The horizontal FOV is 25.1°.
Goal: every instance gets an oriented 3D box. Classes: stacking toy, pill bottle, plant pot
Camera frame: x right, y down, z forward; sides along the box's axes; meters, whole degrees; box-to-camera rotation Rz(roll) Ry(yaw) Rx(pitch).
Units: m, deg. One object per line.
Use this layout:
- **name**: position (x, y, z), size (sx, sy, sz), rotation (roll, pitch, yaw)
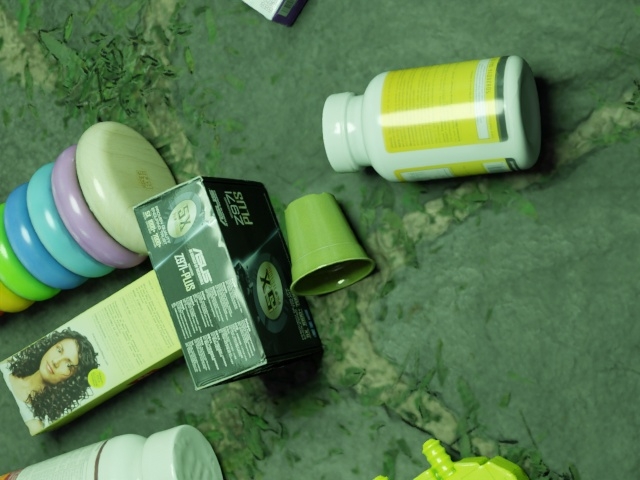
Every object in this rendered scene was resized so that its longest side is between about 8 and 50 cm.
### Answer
- **stacking toy**: position (-0.303, 0.014, 1.436), size (0.330, 0.141, 0.141), rotation (-28, 81, 22)
- **pill bottle**: position (0.100, -0.106, 1.297), size (0.184, 0.103, 0.103), rotation (-5, 88, 20)
- **pill bottle**: position (-0.213, 0.259, 1.403), size (0.221, 0.121, 0.121), rotation (-20, 83, 19)
- **plant pot**: position (0.000, 0.000, 1.354), size (0.083, 0.083, 0.079), rotation (-26, 70, 18)

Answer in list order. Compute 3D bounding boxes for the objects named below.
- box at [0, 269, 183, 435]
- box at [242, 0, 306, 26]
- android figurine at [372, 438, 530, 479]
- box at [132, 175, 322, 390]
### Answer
- **box**: position (-0.205, 0.105, 1.434), size (0.232, 0.058, 0.087), rotation (-32, 80, 17)
- **box**: position (-0.037, -0.382, 1.372), size (0.201, 0.057, 0.293), rotation (37, 102, 16)
- **android figurine**: position (0.152, 0.311, 1.307), size (0.248, 0.056, 0.273), rotation (-36, 80, 17)
- **box**: position (-0.084, 0.037, 1.342), size (0.077, 0.147, 0.180), rotation (-23, 82, 19)
